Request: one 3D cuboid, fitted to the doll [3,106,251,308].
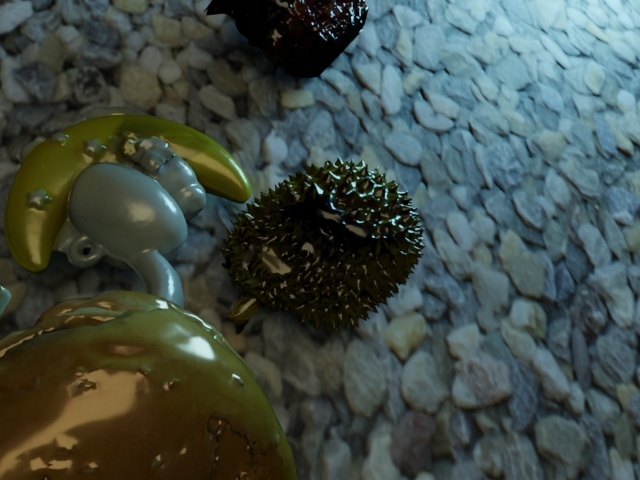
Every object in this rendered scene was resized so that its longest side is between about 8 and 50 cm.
[{"bbox_3d":[-0.198,-0.035,0.633,0.252,0.111,0.237,30,50,7],"label":"doll"}]

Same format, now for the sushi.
[{"bbox_3d":[-0.026,-0.292,0.778,0.150,0.153,0.172,43,39,-12],"label":"sushi"}]

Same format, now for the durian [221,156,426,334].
[{"bbox_3d":[0.000,0.000,0.647,0.193,0.137,0.237,44,65,9],"label":"durian"}]

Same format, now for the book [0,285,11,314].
[{"bbox_3d":[-0.450,0.134,0.460,0.269,0.032,0.388,32,83,2],"label":"book"}]

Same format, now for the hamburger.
[{"bbox_3d":[-0.163,0.202,0.455,0.305,0.174,0.284,-38,116,-17],"label":"hamburger"}]
